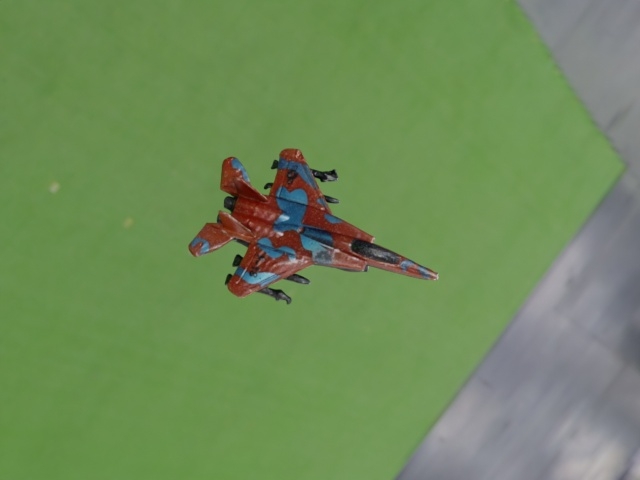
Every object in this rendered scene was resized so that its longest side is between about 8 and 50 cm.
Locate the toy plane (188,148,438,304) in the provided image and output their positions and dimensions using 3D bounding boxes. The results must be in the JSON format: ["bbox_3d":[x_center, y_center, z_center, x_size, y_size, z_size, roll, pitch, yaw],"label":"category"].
[{"bbox_3d":[0.000,0.001,1.306,0.061,0.189,0.130,106,5,-71],"label":"toy plane"}]
